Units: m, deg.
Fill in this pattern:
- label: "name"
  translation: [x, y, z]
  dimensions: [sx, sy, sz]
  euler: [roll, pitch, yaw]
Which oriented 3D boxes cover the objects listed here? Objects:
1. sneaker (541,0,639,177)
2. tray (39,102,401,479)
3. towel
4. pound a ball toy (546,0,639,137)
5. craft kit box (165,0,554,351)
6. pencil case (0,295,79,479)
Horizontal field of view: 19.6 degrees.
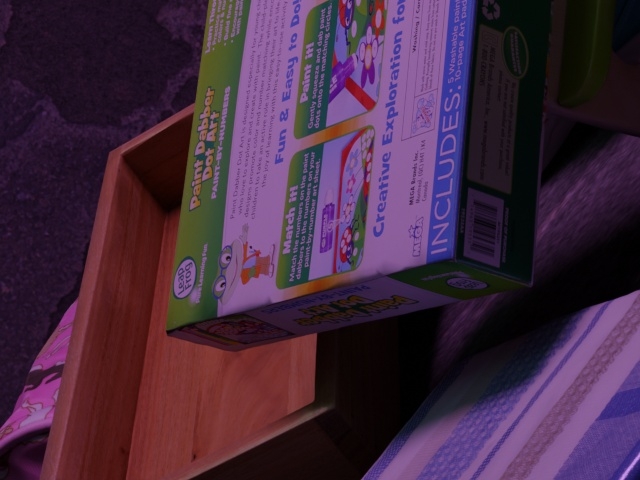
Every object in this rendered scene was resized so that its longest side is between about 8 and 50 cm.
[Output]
- label: "sneaker"
  translation: [0.109, -0.139, 1.200]
  dimensions: [0.295, 0.178, 0.124]
  euler: [-46, 30, 22]
- label: "tray"
  translation: [-0.053, 0.034, 1.144]
  dimensions: [0.202, 0.076, 0.411]
  euler: [-28, 29, 20]
- label: "towel"
  translation: [0.076, 0.103, 0.767]
  dimensions: [0.209, 0.034, 0.285]
  euler: [-50, 9, -26]
- label: "pound a ball toy"
  translation: [0.204, -0.177, 0.848]
  dimensions: [0.208, 0.135, 0.319]
  euler: [153, 125, -65]
- label: "craft kit box"
  translation: [0.018, -0.081, 0.942]
  dimensions: [0.246, 0.061, 0.250]
  euler: [-13, 65, 51]
- label: "pencil case"
  translation: [-0.118, 0.109, 1.375]
  dimensions: [0.167, 0.160, 0.386]
  euler: [-20, 19, 22]
